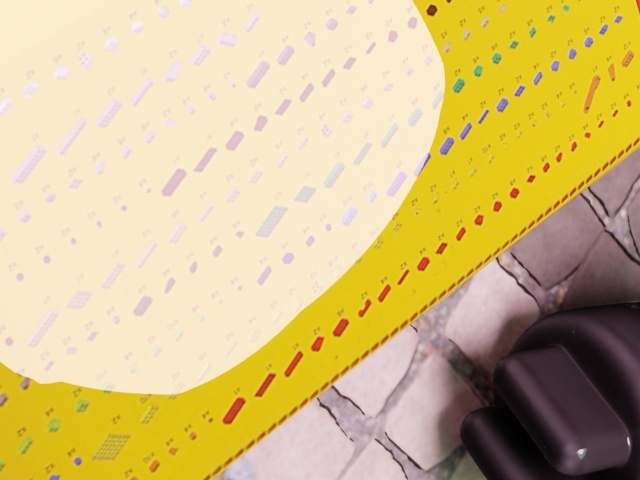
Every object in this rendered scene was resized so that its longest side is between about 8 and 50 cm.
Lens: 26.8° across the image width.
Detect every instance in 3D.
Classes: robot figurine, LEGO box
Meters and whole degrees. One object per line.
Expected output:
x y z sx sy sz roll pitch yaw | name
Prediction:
0.238 0.126 0.974 0.278 0.209 0.174 -4 83 -33 | robot figurine
-0.096 -0.079 0.580 0.500 0.372 0.193 -35 117 -24 | LEGO box
